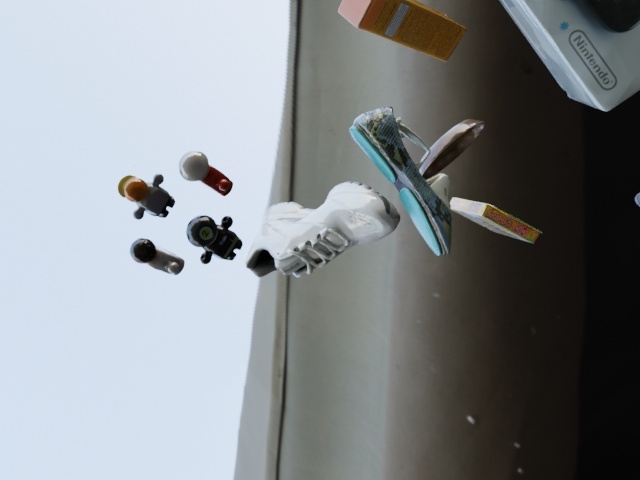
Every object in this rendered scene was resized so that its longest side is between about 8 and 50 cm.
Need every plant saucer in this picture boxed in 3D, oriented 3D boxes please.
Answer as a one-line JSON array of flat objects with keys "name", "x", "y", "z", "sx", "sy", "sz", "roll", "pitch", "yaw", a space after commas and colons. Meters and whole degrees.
[{"name": "plant saucer", "x": 0.259, "y": -0.188, "z": 1.479, "sx": 0.168, "sy": 0.168, "sz": 0.029, "roll": -38, "pitch": -101, "yaw": -8}]

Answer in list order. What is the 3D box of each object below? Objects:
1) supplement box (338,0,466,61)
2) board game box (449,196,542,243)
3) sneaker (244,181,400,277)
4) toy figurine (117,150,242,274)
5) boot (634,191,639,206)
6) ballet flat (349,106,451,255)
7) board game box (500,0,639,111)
[{"name": "supplement box", "x": 0.148, "y": -0.389, "z": 1.299, "sx": 0.233, "sy": 0.078, "sz": 0.080, "roll": 6, "pitch": -57, "yaw": -39}, {"name": "board game box", "x": 0.361, "y": -0.045, "z": 1.539, "sx": 0.124, "sy": 0.259, "sz": 0.039, "roll": 26, "pitch": -90, "yaw": -8}, {"name": "sneaker", "x": 0.000, "y": 0.000, "z": 1.132, "sx": 0.111, "sy": 0.297, "sz": 0.129, "roll": 47, "pitch": -128, "yaw": -23}, {"name": "toy figurine", "x": -0.268, "y": -0.047, "z": 1.398, "sx": 0.209, "sy": 0.148, "sz": 0.213, "roll": -15, "pitch": -109, "yaw": 16}, {"name": "boot", "x": 0.360, "y": -0.061, "z": 0.696, "sx": 0.087, "sy": 0.118, "sz": 0.042, "roll": -31, "pitch": -79, "yaw": -17}, {"name": "ballet flat", "x": 0.110, "y": -0.074, "z": 0.840, "sx": 0.070, "sy": 0.070, "sz": 0.188, "roll": -34, "pitch": -90, "yaw": -9}, {"name": "board game box", "x": 0.205, "y": -0.250, "z": 0.379, "sx": 0.303, "sy": 0.097, "sz": 0.224, "roll": -37, "pitch": -82, "yaw": 15}]
